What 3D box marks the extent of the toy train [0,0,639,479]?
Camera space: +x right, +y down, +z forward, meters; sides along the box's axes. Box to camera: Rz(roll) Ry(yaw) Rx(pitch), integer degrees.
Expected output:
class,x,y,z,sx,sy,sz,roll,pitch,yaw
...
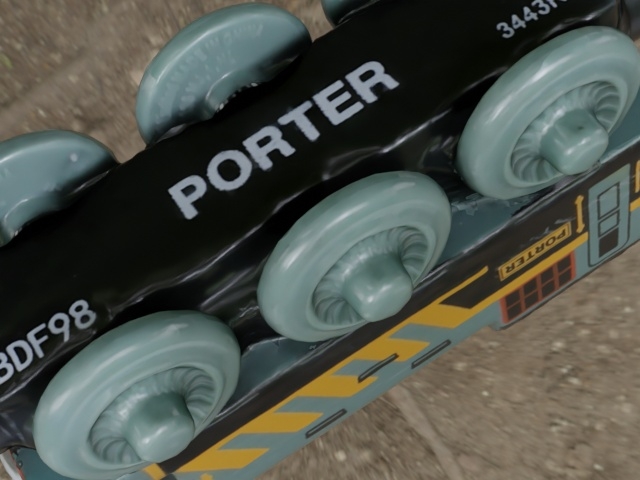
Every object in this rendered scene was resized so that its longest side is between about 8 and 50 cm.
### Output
class,x,y,z,sx,sy,sz,roll,pitch,yaw
toy train,0.000,0.000,0.507,0.334,0.190,0.142,-34,58,-7
